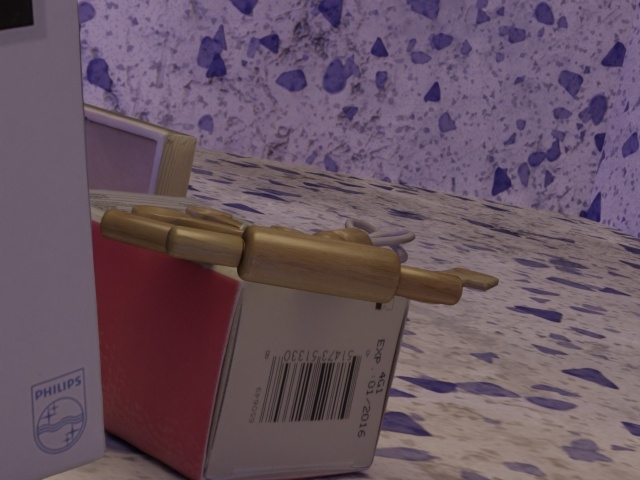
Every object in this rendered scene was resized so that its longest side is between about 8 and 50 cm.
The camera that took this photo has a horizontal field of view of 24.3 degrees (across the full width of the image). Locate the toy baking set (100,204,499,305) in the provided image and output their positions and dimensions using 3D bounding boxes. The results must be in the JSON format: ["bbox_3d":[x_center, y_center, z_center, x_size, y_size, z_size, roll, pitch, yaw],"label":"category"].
[{"bbox_3d":[0.000,0.001,0.865,0.256,0.030,0.197,11,8,-11],"label":"toy baking set"}]

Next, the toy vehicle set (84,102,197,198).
[{"bbox_3d":[-0.219,-0.032,1.198,0.267,0.166,0.035,19,10,37],"label":"toy vehicle set"}]

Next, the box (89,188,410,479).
[{"bbox_3d":[-0.081,0.054,0.945,0.148,0.127,0.232,4,11,-45],"label":"box"}]

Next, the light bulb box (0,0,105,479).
[{"bbox_3d":[-0.288,-0.091,0.652,0.225,0.361,0.358,-16,25,-38],"label":"light bulb box"}]
